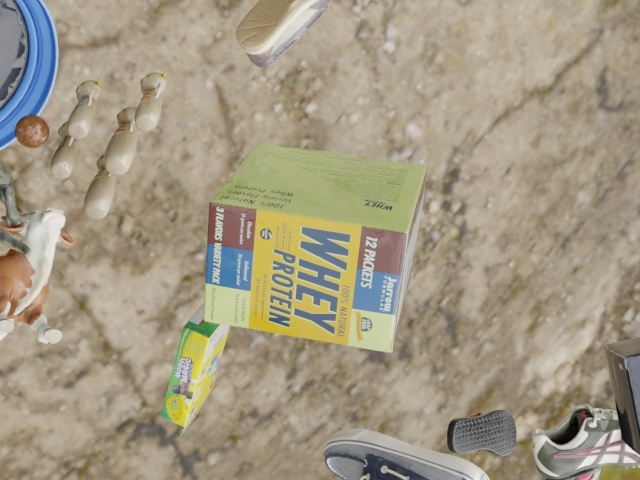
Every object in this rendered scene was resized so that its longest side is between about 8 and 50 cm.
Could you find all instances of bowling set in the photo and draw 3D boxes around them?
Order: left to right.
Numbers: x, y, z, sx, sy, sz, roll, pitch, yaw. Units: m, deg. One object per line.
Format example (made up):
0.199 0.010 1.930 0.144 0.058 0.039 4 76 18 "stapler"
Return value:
-0.384 -0.193 1.631 0.199 0.154 0.287 26 128 -21 "bowling set"

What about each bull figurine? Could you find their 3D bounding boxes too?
-0.433 0.092 1.301 0.310 0.188 0.101 -39 128 6 "bull figurine"

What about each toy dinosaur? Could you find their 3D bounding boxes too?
-0.375 -0.071 1.113 0.064 0.268 0.118 -26 161 -12 "toy dinosaur"

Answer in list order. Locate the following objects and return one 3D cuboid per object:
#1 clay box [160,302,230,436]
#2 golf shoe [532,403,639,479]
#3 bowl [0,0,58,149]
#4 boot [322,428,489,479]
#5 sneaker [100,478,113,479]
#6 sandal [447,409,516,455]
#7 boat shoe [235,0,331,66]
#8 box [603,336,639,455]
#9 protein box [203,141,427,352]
-0.210 0.214 1.683 0.127 0.053 0.222 -54 166 -61 "clay box"
0.494 0.331 1.696 0.272 0.105 0.120 -26 111 -1 "golf shoe"
-0.676 -0.331 1.821 0.391 0.077 0.391 -27 135 -31 "bowl"
0.062 0.239 0.945 0.086 0.190 0.069 -49 126 -36 "boot"
-0.362 0.437 1.554 0.166 0.076 0.065 -37 122 -48 "sneaker"
0.231 0.281 1.453 0.179 0.040 0.067 11 77 -46 "sandal"
-0.044 -0.442 1.874 0.285 0.103 0.092 -49 157 -14 "boat shoe"
0.534 0.209 1.435 0.207 0.153 0.108 -11 -176 1 "box"
0.000 0.000 1.064 0.201 0.199 0.136 -64 162 -65 "protein box"
